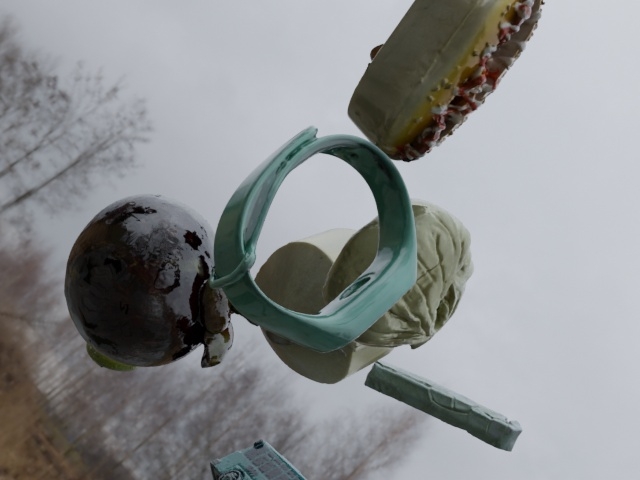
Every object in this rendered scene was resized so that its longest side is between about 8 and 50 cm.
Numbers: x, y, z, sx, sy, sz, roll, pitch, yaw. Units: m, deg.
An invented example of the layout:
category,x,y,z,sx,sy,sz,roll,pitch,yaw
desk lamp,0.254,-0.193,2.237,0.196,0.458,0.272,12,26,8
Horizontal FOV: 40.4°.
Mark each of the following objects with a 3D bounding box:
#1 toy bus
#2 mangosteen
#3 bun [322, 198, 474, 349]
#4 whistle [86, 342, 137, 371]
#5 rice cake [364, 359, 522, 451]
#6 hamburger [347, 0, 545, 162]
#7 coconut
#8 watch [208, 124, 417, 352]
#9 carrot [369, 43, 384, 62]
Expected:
category,x,y,z,sx,sy,sz,roll,pitch,yaw
toy bus,-0.087,0.467,1.542,0.256,0.147,0.128,24,-49,59
mangosteen,-0.194,0.059,1.117,0.265,0.228,0.228,14,-30,8
bun,0.119,0.056,1.190,0.145,0.229,0.229,42,-22,26
whistle,-0.330,0.186,1.546,0.104,0.057,0.198,31,17,24
rice cake,0.255,0.343,1.820,0.336,0.063,0.066,22,-72,10
hamburger,0.164,-0.234,1.137,0.151,0.295,0.227,34,10,2
coconut,0.013,0.128,1.761,0.323,0.323,0.323,41,-23,22
watch,0.000,0.000,0.845,0.068,0.237,0.195,-19,-73,53
carrot,0.130,-0.238,1.485,0.061,0.061,0.210,102,-18,-63
